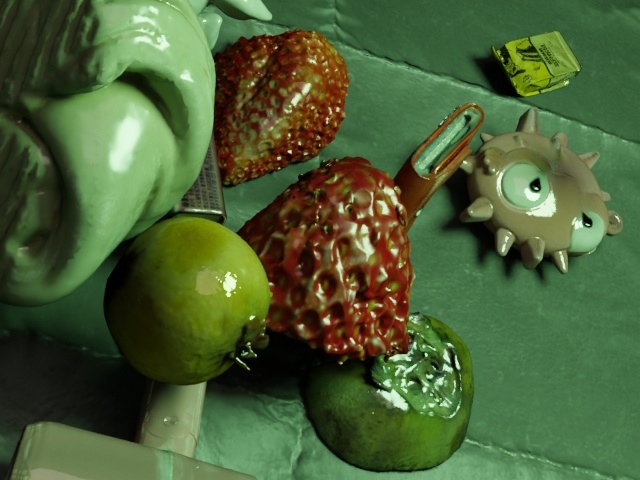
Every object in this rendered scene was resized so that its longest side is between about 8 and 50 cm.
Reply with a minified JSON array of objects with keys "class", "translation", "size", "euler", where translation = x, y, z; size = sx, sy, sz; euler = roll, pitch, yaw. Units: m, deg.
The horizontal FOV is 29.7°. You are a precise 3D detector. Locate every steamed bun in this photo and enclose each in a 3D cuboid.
[{"class":"steamed bun","translation":[-0.257,-0.148,1.133],"size":[0.368,0.342,0.255],"euler":[34,21,20]}]

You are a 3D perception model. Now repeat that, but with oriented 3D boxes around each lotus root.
[{"class":"lotus root","translation":[0.085,0.142,1.261],"size":[0.204,0.078,0.183],"euler":[1,59,-23]}]

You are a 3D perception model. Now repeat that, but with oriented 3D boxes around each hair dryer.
[{"class":"hair dryer","translation":[-0.163,0.158,1.123],"size":[0.210,0.125,0.352],"euler":[18,44,-13]}]

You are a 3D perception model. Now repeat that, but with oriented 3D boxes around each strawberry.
[{"class":"strawberry","translation":[0.000,0.000,1.190],"size":[0.234,0.178,0.234],"euler":[17,20,-6]},{"class":"strawberry","translation":[-0.045,-0.170,1.379],"size":[0.175,0.107,0.236],"euler":[15,55,-16]}]

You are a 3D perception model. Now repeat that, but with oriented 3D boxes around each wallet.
[{"class":"wallet","translation":[0.098,-0.049,1.307],"size":[0.045,0.204,0.142],"euler":[41,49,5]}]

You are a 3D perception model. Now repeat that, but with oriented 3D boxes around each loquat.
[{"class":"loquat","translation":[-0.118,0.054,1.064],"size":[0.163,0.163,0.137],"euler":[62,15,19]}]

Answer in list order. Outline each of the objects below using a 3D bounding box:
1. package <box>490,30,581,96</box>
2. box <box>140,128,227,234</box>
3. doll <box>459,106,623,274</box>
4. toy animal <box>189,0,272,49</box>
[{"class":"package","translation":[0.281,-0.233,1.614],"size":[0.131,0.047,0.071],"euler":[-19,72,-32]},{"class":"box","translation":[-0.156,-0.093,1.270],"size":[0.069,0.120,0.224],"euler":[4,56,-25]},{"class":"doll","translation":[0.251,-0.061,1.459],"size":[0.262,0.093,0.211],"euler":[29,58,-10]},{"class":"toy animal","translation":[-0.167,-0.260,1.333],"size":[0.178,0.193,0.127],"euler":[5,58,-32]}]
